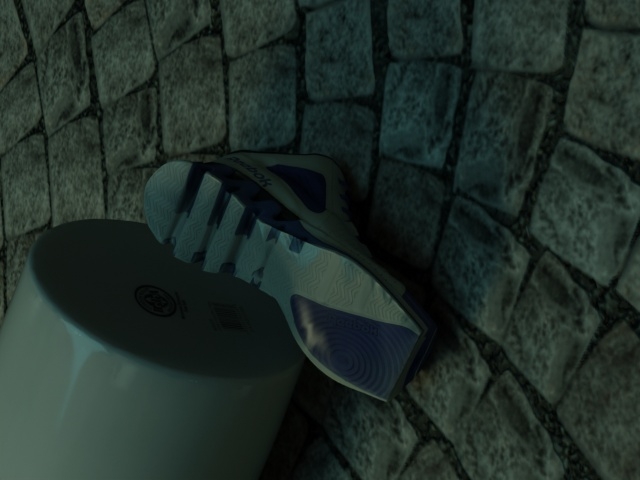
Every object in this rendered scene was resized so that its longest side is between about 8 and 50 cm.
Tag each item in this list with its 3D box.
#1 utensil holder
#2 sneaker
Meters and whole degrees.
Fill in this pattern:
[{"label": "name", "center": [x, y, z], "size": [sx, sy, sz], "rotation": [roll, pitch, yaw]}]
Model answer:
[{"label": "utensil holder", "center": [-0.220, 0.215, 1.688], "size": [0.327, 0.327, 0.385], "rotation": [45, 123, 42]}, {"label": "sneaker", "center": [-0.001, -0.001, 1.572], "size": [0.315, 0.182, 0.127], "rotation": [37, 125, 12]}]
